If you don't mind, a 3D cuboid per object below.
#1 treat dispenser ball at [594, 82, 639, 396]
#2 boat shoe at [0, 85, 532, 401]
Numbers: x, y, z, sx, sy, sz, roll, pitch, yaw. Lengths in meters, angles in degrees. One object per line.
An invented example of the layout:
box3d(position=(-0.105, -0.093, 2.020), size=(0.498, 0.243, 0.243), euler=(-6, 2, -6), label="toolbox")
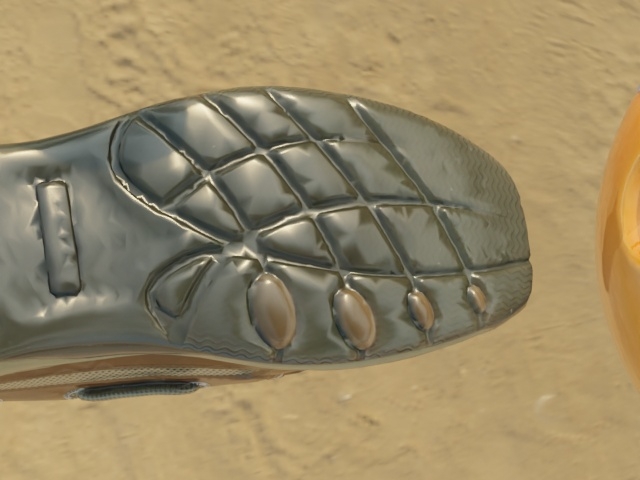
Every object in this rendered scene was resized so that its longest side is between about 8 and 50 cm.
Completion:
box3d(position=(0.272, -0.001, 0.769), size=(0.288, 0.288, 0.288), euler=(0, 91, 23), label="treat dispenser ball")
box3d(position=(-0.076, 0.010, 0.711), size=(0.324, 0.120, 0.122), euler=(-2, 74, -11), label="boat shoe")
